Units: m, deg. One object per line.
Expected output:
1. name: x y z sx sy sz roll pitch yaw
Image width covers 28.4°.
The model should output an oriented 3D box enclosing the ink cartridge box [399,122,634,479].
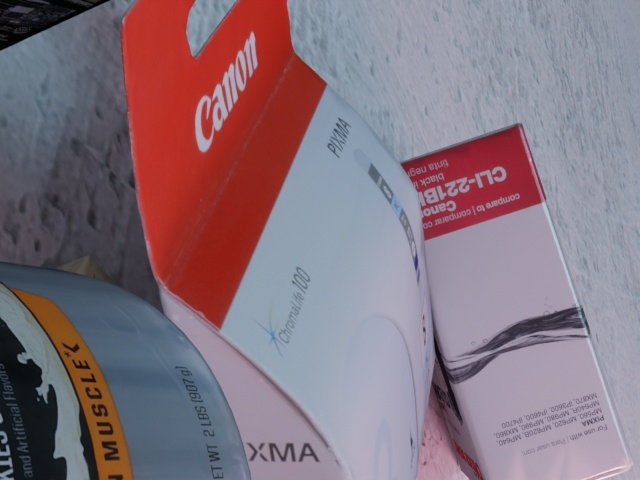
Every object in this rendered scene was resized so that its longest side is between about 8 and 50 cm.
1. ink cartridge box: 0.137 0.060 1.023 0.197 0.114 0.272 130 -58 -88

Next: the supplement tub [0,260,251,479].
1. supplement tub: -0.178 0.088 0.345 0.316 0.194 0.193 12 63 -56

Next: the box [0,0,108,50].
1. box: -0.179 -0.150 0.572 0.180 0.147 0.077 2 72 -63

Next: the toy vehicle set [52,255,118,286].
1. toy vehicle set: -0.112 0.159 0.626 0.166 0.035 0.266 53 31 -34

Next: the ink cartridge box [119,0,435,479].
1. ink cartridge box: 0.000 0.000 0.733 0.308 0.091 0.385 -70 157 -58
